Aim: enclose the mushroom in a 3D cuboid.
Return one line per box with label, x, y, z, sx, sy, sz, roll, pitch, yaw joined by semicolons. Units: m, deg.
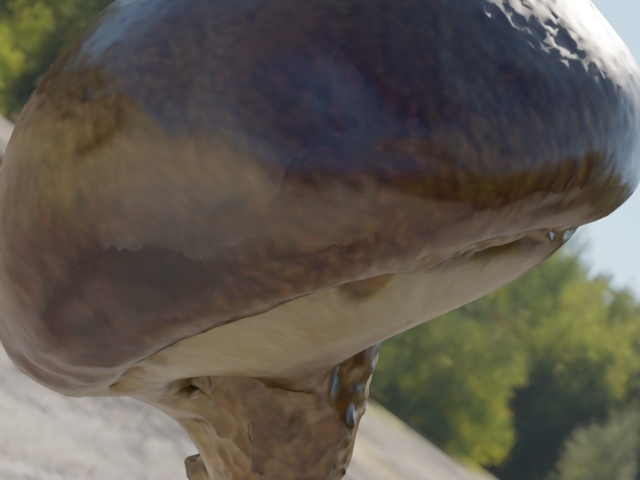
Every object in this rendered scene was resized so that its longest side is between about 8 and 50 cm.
mushroom;0.000;0.000;0.855;0.345;0.345;0.260;159;-86;-88
